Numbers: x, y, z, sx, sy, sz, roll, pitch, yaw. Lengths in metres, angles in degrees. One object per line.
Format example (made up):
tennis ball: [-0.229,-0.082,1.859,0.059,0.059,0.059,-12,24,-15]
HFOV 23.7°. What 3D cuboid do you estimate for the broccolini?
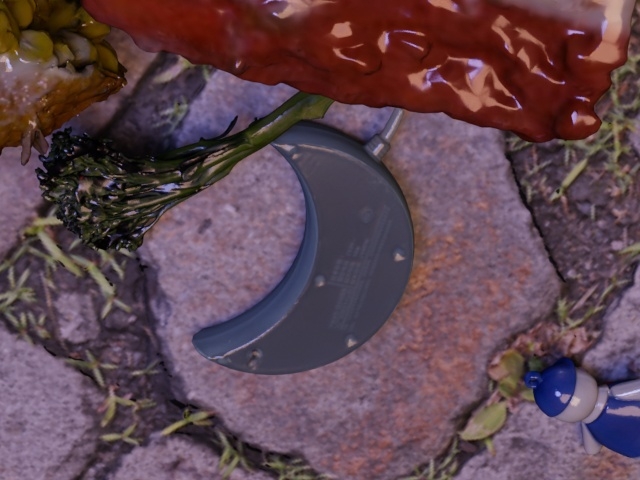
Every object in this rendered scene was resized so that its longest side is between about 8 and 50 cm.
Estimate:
broccolini: [-0.072,-0.083,0.953,0.271,0.062,0.123,-35,158,22]

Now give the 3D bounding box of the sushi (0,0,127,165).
sushi: [-0.250,-0.147,0.883,0.296,0.167,0.179,27,125,-11]

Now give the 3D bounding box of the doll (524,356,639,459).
doll: [0.215,0.127,1.156,0.143,0.057,0.099,21,132,-18]

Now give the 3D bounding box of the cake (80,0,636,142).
cake: [0.048,-0.248,0.774,0.269,0.270,0.319,14,123,-6]

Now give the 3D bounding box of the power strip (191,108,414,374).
power strip: [0.000,0.000,1.058,0.137,0.044,0.216,13,114,-17]
